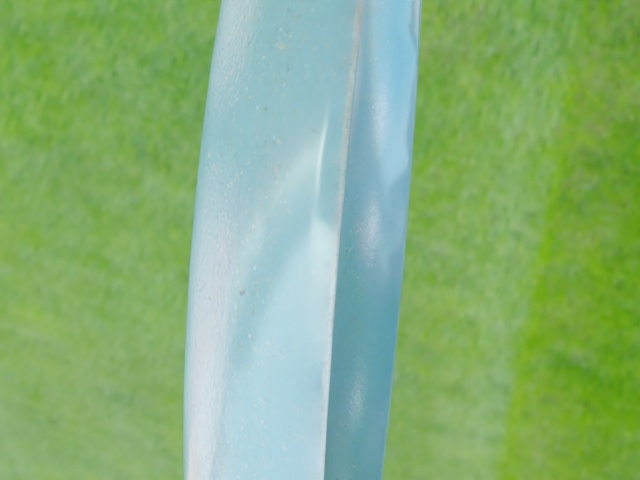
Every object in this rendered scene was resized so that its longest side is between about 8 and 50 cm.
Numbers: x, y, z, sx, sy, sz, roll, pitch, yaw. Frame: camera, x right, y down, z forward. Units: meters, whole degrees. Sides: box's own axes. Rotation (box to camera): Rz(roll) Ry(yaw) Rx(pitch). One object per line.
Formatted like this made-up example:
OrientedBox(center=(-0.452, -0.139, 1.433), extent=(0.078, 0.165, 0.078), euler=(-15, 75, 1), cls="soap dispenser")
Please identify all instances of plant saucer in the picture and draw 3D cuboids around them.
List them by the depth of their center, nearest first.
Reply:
OrientedBox(center=(0.000, 0.000, 0.556), extent=(0.043, 0.317, 0.317), euler=(4, 153, 6), cls="plant saucer")
